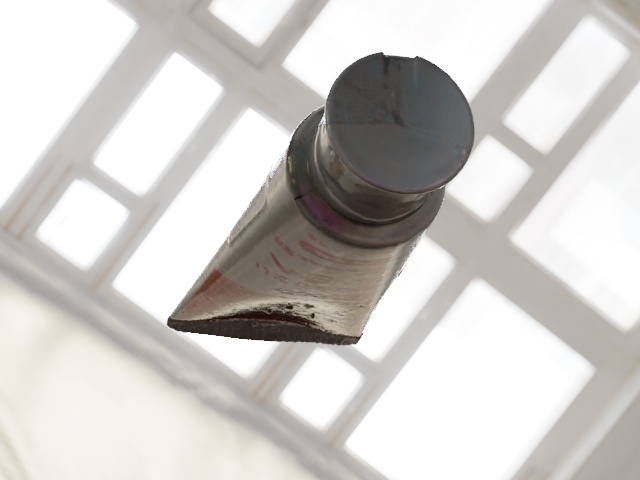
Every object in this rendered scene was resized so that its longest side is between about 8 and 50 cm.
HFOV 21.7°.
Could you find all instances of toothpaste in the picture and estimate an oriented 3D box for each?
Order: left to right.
[{"bbox_3d":[0.000,0.000,0.649,0.089,0.057,0.234,6,159,-12],"label":"toothpaste"}]
